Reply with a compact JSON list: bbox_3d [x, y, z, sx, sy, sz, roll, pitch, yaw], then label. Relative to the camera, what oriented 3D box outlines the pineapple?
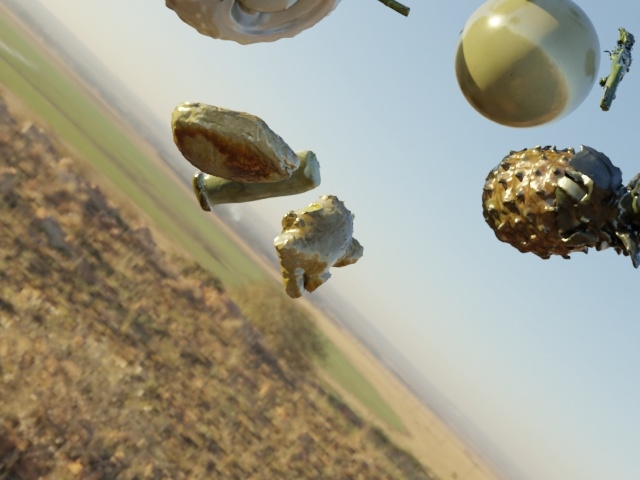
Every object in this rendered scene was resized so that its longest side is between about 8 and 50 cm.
[{"bbox_3d":[0.314,-0.040,1.088,0.170,0.141,0.310,47,-13,-24],"label":"pineapple"}]

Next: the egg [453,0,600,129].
[{"bbox_3d":[0.272,-0.243,1.252,0.186,0.186,0.242,44,5,-14],"label":"egg"}]

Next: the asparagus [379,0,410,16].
[{"bbox_3d":[0.089,-0.561,2.047,0.248,0.025,0.024,30,-39,-7],"label":"asparagus"}]

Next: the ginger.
[{"bbox_3d":[0.000,0.000,1.665,0.102,0.216,0.157,-3,-64,46],"label":"ginger"}]

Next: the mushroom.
[{"bbox_3d":[-0.147,-0.134,2.079,0.081,0.312,0.100,-39,116,-65],"label":"mushroom"}]

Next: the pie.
[{"bbox_3d":[-0.133,-0.144,1.432,0.205,0.084,0.179,13,-11,8],"label":"pie"}]

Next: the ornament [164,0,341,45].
[{"bbox_3d":[-0.107,-0.473,1.405,0.337,0.337,0.337,44,-1,1],"label":"ornament"}]

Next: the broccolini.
[{"bbox_3d":[0.533,-0.288,1.719,0.062,0.271,0.123,5,-55,23],"label":"broccolini"}]
